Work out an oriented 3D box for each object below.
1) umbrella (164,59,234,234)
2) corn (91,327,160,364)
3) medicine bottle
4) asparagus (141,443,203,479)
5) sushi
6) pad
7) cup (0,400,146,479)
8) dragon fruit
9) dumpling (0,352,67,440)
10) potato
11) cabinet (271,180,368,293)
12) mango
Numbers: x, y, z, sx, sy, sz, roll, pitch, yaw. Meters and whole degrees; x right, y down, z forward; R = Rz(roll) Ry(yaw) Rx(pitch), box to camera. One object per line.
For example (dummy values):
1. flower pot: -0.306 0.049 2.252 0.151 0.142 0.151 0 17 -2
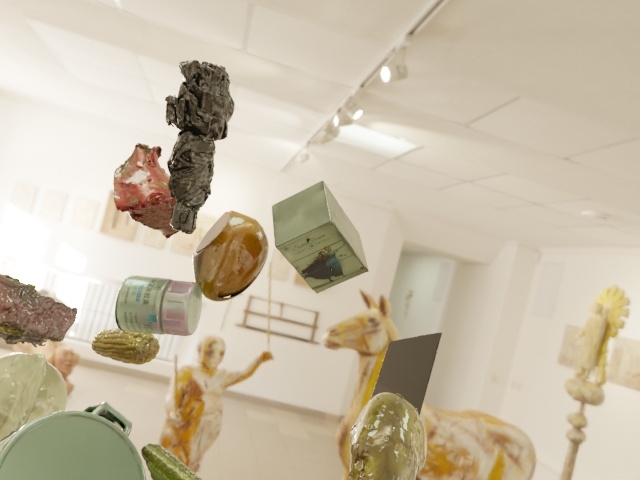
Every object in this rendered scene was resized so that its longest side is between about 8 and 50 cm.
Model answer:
1. umbrella: -0.256 -0.190 1.171 0.128 0.337 0.154 12 17 5
2. corn: -0.528 0.284 1.569 0.261 0.097 0.097 -4 -15 39
3. medicine bottle: -0.372 0.153 1.346 0.168 0.135 0.135 6 -4 4
4. asparagus: -0.412 0.779 1.810 0.381 0.108 0.128 32 -16 21
5. sushi: -0.553 0.105 0.981 0.241 0.108 0.161 11 -24 -6
6. pad: 0.212 0.384 1.533 0.005 0.300 0.202 40 -37 -23
7. cup: -0.523 0.460 1.054 0.310 0.401 0.392 26 -49 -35
8. dragon fruit: -0.390 -0.136 1.372 0.134 0.212 0.262 -26 -12 3
9. dumpling: -0.772 0.447 1.424 0.233 0.316 0.395 28 -43 -22
10. potato: 0.129 0.432 1.165 0.141 0.192 0.296 -12 16 20
11. cabinet: 0.000 0.000 1.388 0.145 0.150 0.206 -25 -48 14
12. mango: -0.227 0.049 1.492 0.166 0.236 0.136 43 -15 -21
